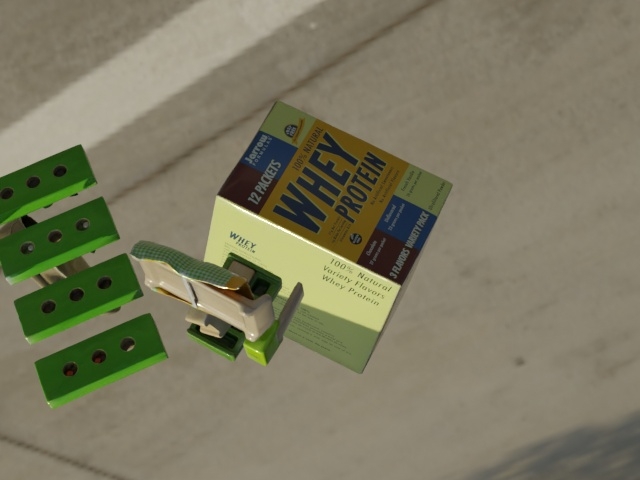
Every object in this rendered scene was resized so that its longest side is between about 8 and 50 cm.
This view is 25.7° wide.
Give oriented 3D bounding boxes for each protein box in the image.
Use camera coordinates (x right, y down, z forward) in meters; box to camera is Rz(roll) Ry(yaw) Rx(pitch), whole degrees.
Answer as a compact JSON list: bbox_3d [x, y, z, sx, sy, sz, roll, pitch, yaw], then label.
[{"bbox_3d":[0.000,0.000,1.433,0.200,0.136,0.201,26,149,5],"label":"protein box"}]

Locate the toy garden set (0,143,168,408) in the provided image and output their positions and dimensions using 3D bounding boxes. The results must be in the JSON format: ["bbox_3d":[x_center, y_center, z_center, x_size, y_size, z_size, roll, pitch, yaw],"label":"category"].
[{"bbox_3d":[-0.265,0.053,1.255,0.204,0.244,0.049,-24,148,-4],"label":"toy garden set"}]

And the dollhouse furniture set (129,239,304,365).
[{"bbox_3d":[-0.051,0.022,0.790,0.058,0.076,0.151,-61,169,-16],"label":"dollhouse furniture set"}]

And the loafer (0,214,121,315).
[{"bbox_3d":[-0.256,0.023,1.376,0.050,0.148,0.056,-61,176,16],"label":"loafer"}]
